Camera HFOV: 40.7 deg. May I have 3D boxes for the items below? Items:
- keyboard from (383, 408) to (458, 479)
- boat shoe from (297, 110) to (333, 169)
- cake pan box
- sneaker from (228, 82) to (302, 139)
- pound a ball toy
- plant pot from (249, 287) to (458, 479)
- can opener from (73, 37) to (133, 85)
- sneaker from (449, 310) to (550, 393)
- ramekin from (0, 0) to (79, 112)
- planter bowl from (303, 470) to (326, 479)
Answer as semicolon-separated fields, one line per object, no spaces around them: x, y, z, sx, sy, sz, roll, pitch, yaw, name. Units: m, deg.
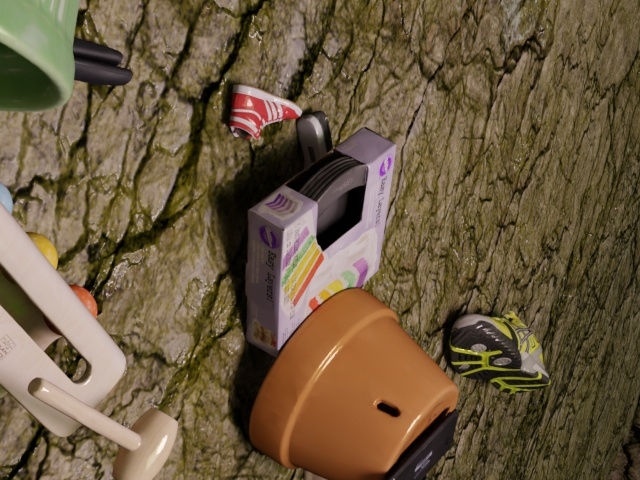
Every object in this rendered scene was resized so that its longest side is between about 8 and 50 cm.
0.137;0.321;1.226;0.180;0.023;0.108;-33;139;-41;keyboard
0.001;-0.117;1.233;0.040;0.049;0.142;-39;131;-41;boat shoe
0.000;0.000;1.200;0.246;0.070;0.266;-40;149;-38;cake pan box
-0.073;-0.156;1.113;0.118;0.042;0.067;11;90;-49;sneaker
-0.259;0.073;0.794;0.135;0.208;0.319;-54;141;-26;pound a ball toy
0.065;0.245;1.274;0.291;0.203;0.291;-41;150;-30;plant pot
-0.259;-0.178;0.839;0.186;0.073;0.059;-15;77;-55;can opener
0.375;0.221;1.867;0.385;0.145;0.147;38;41;-52;sneaker
-0.296;-0.204;0.557;0.303;0.303;0.148;24;76;-56;ramekin
0.063;0.385;1.475;0.162;0.109;0.162;-26;123;-48;planter bowl
